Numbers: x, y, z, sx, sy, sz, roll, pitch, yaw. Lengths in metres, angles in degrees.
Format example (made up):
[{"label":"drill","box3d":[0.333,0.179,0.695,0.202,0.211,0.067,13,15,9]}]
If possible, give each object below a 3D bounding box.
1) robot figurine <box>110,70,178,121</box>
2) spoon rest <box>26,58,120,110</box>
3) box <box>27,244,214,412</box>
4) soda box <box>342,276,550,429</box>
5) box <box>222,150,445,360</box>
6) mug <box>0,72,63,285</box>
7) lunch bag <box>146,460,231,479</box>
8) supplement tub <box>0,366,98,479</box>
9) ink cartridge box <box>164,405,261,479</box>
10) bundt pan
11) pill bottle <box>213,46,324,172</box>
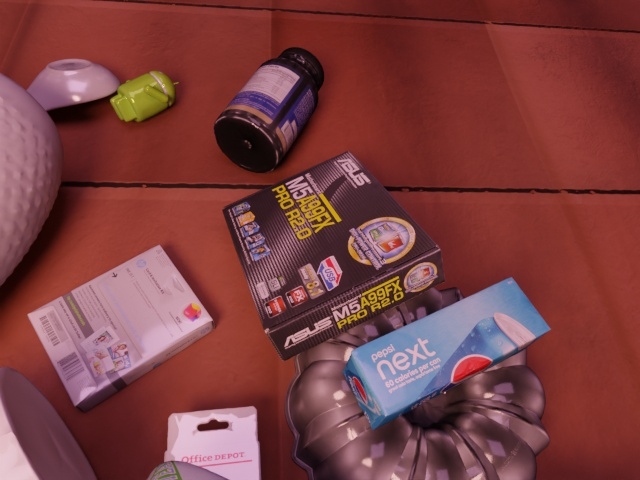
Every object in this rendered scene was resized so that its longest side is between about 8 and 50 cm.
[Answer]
[{"label":"robot figurine","box3d":[-0.304,-0.252,0.830,0.115,0.067,0.101,-38,38,-24]},{"label":"spoon rest","box3d":[-0.484,-0.253,0.804,0.276,0.084,0.137,-12,39,-24]},{"label":"box","box3d":[-0.259,0.108,0.629,0.186,0.038,0.145,-33,68,-23]},{"label":"soda box","box3d":[0.134,0.118,0.509,0.210,0.067,0.071,-21,63,-18]},{"label":"box","box3d":[0.000,0.000,0.632,0.216,0.060,0.270,-25,40,-4]},{"label":"mug","box3d":[-0.526,-0.052,0.585,0.373,0.276,0.328,-2,46,28]},{"label":"lunch bag","box3d":[-0.083,0.340,0.368,0.243,0.304,0.115,21,13,10]},{"label":"supplement tub","box3d":[-0.373,0.284,0.384,0.331,0.241,0.241,-32,67,-24]},{"label":"ink cartridge box","box3d":[-0.115,0.285,0.521,0.104,0.062,0.182,-2,59,-8]},{"label":"bundt pan","box3d":[0.123,0.189,0.576,0.330,0.124,0.331,3,58,-6]},{"label":"pill bottle","box3d":[-0.077,-0.230,0.813,0.122,0.123,0.219,23,58,8]}]
